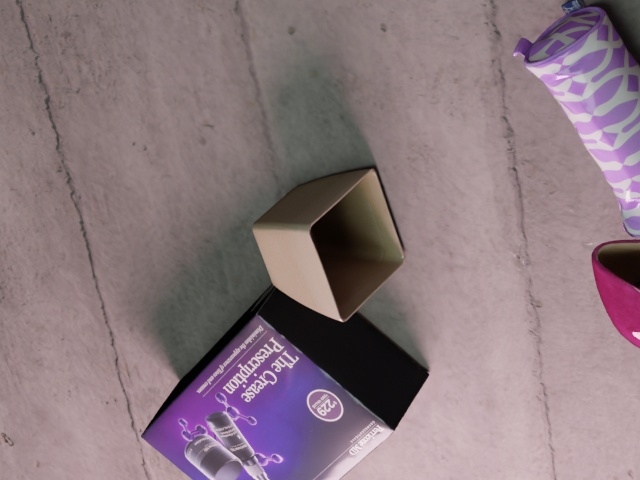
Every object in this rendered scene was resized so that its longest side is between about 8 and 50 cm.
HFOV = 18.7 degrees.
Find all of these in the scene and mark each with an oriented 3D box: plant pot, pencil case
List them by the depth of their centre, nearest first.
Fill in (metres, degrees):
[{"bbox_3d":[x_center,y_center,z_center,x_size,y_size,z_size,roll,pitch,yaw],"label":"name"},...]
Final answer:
[{"bbox_3d":[0.248,-0.099,1.651,0.088,0.086,0.206,-22,111,35],"label":"pencil case"},{"bbox_3d":[0.000,0.000,1.859,0.096,0.109,0.109,7,127,40],"label":"plant pot"}]

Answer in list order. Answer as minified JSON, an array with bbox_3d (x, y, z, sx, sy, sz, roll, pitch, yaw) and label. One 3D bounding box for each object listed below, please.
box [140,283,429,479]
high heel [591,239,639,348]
[{"bbox_3d":[-0.040,0.171,2.009,0.184,0.103,0.261,38,133,-5],"label":"box"},{"bbox_3d":[0.413,0.058,1.619,0.377,0.127,0.181,-8,144,36],"label":"high heel"}]
